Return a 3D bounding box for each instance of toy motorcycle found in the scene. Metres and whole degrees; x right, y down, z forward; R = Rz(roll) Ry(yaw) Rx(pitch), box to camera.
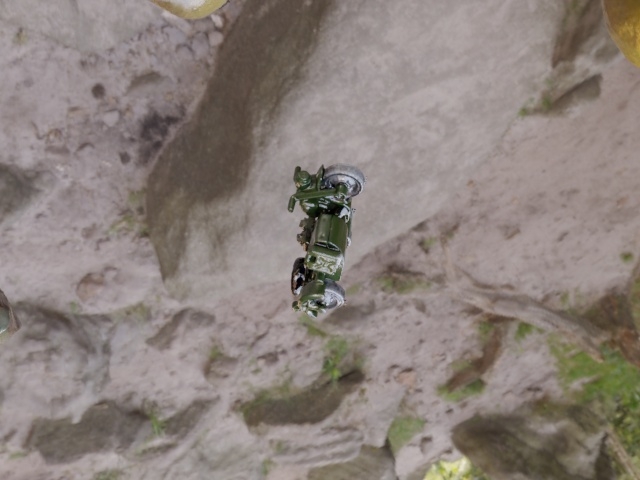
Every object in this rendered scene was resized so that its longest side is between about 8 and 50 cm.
[{"bbox_3d":[0.000,0.000,1.229,0.127,0.205,0.275,9,146,2],"label":"toy motorcycle"}]

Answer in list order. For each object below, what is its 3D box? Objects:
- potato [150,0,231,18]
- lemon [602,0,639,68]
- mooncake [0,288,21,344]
[{"bbox_3d":[-0.196,-0.360,0.851,0.120,0.100,0.261,-19,137,38],"label":"potato"},{"bbox_3d":[0.532,-0.355,0.941,0.297,0.297,0.297,-16,145,-12],"label":"lemon"},{"bbox_3d":[-0.413,0.072,0.825,0.073,0.125,0.130,-42,-176,-20],"label":"mooncake"}]
